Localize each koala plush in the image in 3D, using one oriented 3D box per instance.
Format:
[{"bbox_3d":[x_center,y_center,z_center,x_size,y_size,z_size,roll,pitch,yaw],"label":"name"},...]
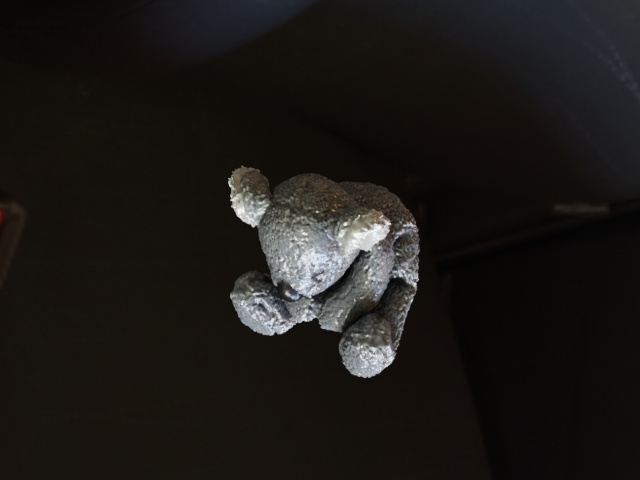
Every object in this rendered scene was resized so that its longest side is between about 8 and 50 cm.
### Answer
[{"bbox_3d":[0.000,0.000,1.241,0.203,0.196,0.221,-64,155,-13],"label":"koala plush"}]
